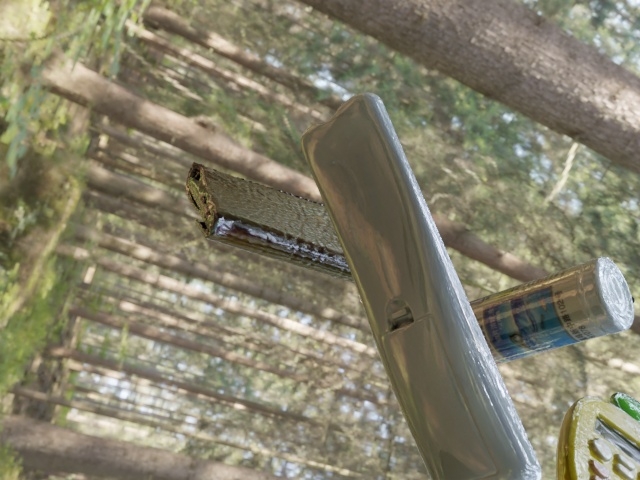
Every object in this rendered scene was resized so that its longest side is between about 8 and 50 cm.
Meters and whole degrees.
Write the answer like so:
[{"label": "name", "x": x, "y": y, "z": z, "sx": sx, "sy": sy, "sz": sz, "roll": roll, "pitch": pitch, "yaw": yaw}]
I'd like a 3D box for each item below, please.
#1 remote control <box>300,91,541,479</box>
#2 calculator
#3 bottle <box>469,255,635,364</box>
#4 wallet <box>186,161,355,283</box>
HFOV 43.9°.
[{"label": "remote control", "x": 0.037, "y": 0.025, "z": 0.346, "sx": 0.050, "sy": 0.027, "sz": 0.184, "roll": -30, "pitch": -104, "yaw": 39}, {"label": "calculator", "x": 0.253, "y": 0.197, "z": 0.635, "sx": 0.032, "sy": 0.146, "sz": 0.235, "roll": -57, "pitch": 171, "yaw": 27}, {"label": "bottle", "x": 0.141, "y": 0.072, "z": 0.648, "sx": 0.217, "sy": 0.060, "sz": 0.060, "roll": -24, "pitch": -131, "yaw": 39}, {"label": "wallet", "x": 0.000, "y": 0.000, "z": 0.720, "sx": 0.039, "sy": 0.243, "sz": 0.133, "roll": -65, "pitch": -153, "yaw": 18}]
